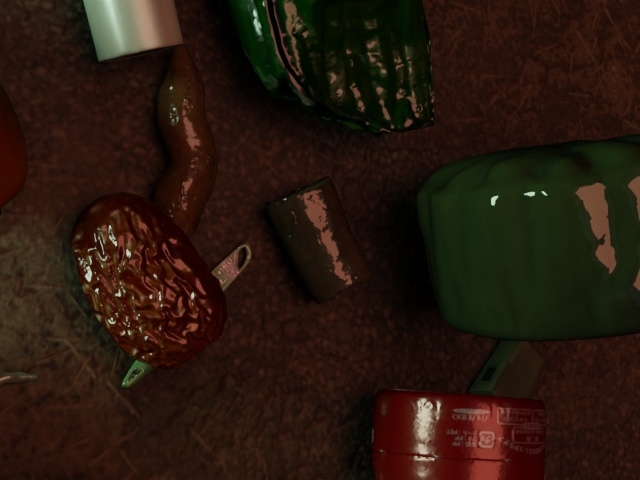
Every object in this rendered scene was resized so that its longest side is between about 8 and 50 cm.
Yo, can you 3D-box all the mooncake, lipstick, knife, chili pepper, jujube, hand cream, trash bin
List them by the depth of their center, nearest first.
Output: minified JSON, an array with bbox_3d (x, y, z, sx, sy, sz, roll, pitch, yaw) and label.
[{"bbox_3d":[-0.167,0.037,0.994,0.176,0.109,0.112,55,27,-4],"label":"jujube"},{"bbox_3d":[-0.211,-0.340,1.000,0.087,0.087,0.326,-18,101,-34],"label":"lipstick"},{"bbox_3d":[-0.135,0.073,1.063,0.030,0.014,0.207,48,60,-13],"label":"knife"},{"bbox_3d":[-0.008,-0.264,1.108,0.213,0.167,0.384,-33,115,-17],"label":"chili pepper"},{"bbox_3d":[0.148,0.227,1.126,0.193,0.193,0.125,11,78,-32],"label":"hand cream"},{"bbox_3d":[0.290,-0.018,1.156,0.356,0.356,0.194,-14,100,-34],"label":"mooncake"},{"bbox_3d":[0.231,0.168,1.278,0.061,0.043,0.092,47,58,-19],"label":"trash bin"}]

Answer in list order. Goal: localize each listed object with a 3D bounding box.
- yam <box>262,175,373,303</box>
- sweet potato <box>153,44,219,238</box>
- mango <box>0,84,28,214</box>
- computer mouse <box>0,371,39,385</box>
[{"bbox_3d":[0.000,0.000,1.123,0.084,0.084,0.127,-30,98,-33],"label":"yam"},{"bbox_3d":[-0.136,-0.100,1.060,0.065,0.051,0.218,5,81,-31],"label":"sweet potato"},{"bbox_3d":[-0.372,-0.127,0.867,0.289,0.129,0.146,35,68,-16],"label":"mango"},{"bbox_3d":[-0.397,0.168,0.818,0.389,0.115,0.199,-12,94,-33],"label":"computer mouse"}]
